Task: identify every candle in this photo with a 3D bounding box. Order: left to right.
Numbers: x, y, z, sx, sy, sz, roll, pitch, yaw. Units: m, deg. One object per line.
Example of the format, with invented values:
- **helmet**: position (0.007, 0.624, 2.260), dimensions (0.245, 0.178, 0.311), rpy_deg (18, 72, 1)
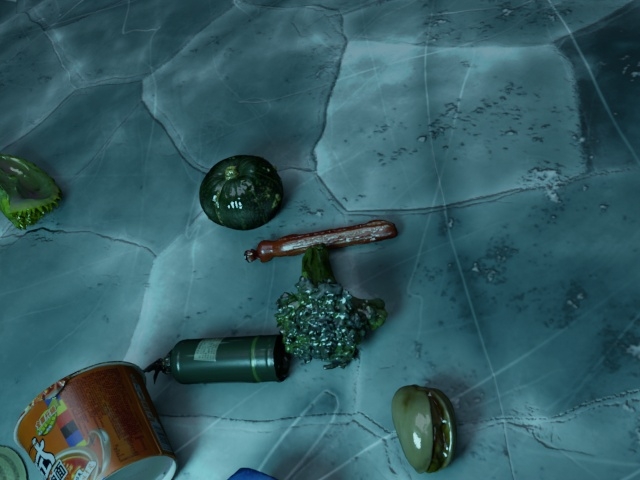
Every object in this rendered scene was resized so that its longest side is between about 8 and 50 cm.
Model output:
- **candle**: position (0.000, 0.000, 1.466), dimensions (0.329, 0.048, 0.051), rpy_deg (-10, 66, 14)

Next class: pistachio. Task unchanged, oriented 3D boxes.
- **pistachio**: position (0.169, 0.305, 1.137), dimensions (0.113, 0.113, 0.149), rpy_deg (-8, 60, 16)

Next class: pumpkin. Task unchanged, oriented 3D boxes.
- **pumpkin**: position (-0.175, -0.108, 1.550), dimensions (0.190, 0.146, 0.190), rpy_deg (3, 53, -4)

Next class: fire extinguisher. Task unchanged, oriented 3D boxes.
- **fire extinguisher**: position (-0.208, 0.234, 1.347), dimensions (0.295, 0.093, 0.118), rpy_deg (-6, 27, 18)

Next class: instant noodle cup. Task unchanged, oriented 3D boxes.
- **instant noodle cup**: position (-0.382, 0.366, 1.227), dimensions (0.250, 0.250, 0.192), rpy_deg (-38, 59, -8)

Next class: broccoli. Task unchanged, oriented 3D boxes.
- **broccoli**: position (0.032, 0.103, 1.321), dimensions (0.199, 0.177, 0.274), rpy_deg (2, 38, 15)

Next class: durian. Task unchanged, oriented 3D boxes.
- **durian**: position (-0.790, -0.143, 1.803), dimensions (0.158, 0.169, 0.352), rpy_deg (-43, 51, -12)

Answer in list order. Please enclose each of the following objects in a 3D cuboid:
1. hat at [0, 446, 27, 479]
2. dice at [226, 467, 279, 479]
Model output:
- **hat**: position (-0.701, 0.496, 1.332), dimensions (0.252, 0.110, 0.252), rpy_deg (-11, 53, 15)
- **dice**: position (-0.094, 0.454, 1.098), dimensions (0.143, 0.146, 0.146), rpy_deg (11, 59, 26)
